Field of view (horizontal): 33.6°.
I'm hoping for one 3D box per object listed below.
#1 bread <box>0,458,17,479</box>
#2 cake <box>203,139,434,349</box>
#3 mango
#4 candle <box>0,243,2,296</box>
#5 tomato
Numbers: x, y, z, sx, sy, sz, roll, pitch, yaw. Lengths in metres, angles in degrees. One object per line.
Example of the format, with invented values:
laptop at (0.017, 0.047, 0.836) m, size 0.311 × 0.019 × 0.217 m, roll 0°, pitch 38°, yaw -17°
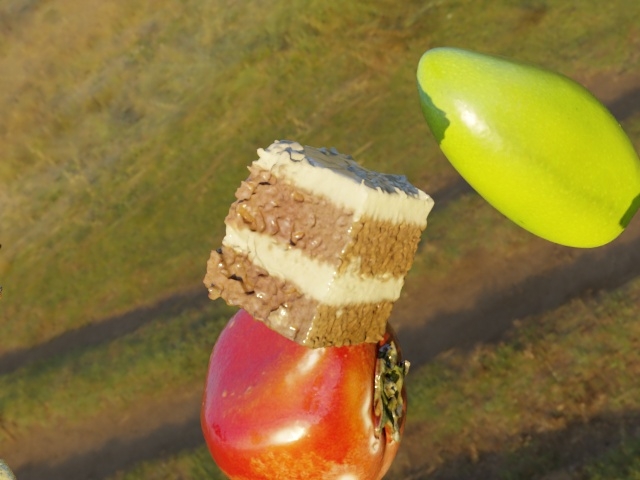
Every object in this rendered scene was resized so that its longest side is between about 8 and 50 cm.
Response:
bread at (-0.447, 0.355, 1.206) m, size 0.135 × 0.240 × 0.178 m, roll 115°, pitch 141°, yaw -49°
cake at (0.000, 0.000, 0.901) m, size 0.135 × 0.135 × 0.147 m, roll 29°, pitch 107°, yaw 32°
mango at (0.239, -0.118, 1.220) m, size 0.156 × 0.343 × 0.192 m, roll -30°, pitch 43°, yaw 37°
candle at (-0.310, 0.024, 0.959) m, size 0.048 × 0.053 × 0.162 m, roll -2°, pitch -15°, yaw -21°
tomato at (-0.020, 0.225, 1.527) m, size 0.290 × 0.293 × 0.325 m, roll -10°, pitch 54°, yaw 26°
